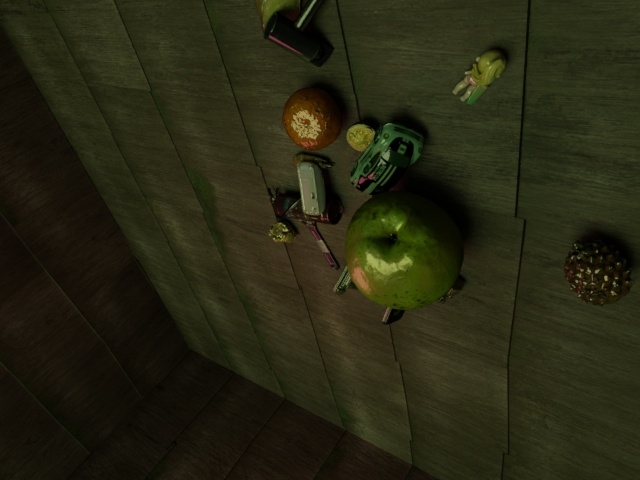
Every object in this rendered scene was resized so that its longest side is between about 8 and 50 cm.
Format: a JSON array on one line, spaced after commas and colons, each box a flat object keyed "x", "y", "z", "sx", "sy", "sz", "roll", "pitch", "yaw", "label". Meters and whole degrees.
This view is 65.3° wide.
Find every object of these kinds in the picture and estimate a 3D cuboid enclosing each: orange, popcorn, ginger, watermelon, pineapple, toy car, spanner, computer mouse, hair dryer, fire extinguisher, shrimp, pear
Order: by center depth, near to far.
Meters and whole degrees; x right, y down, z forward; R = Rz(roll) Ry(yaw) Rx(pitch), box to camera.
[{"x": 0.713, "y": 0.073, "z": 1.305, "sx": 0.193, "sy": 0.166, "sz": 0.166, "roll": 49, "pitch": 145, "yaw": -14, "label": "pineapple"}, {"x": -0.010, "y": -0.607, "z": 1.353, "sx": 0.196, "sy": 0.077, "sz": 0.248, "roll": 18, "pitch": 134, "yaw": -31, "label": "hair dryer"}, {"x": -0.136, "y": -0.659, "z": 1.419, "sx": 0.122, "sy": 0.115, "sz": 0.193, "roll": 54, "pitch": 158, "yaw": 21, "label": "ginger"}, {"x": 0.189, "y": -0.220, "z": 1.498, "sx": 0.136, "sy": 0.125, "sz": 0.306, "roll": 20, "pitch": 146, "yaw": -12, "label": "toy car"}, {"x": 0.243, "y": 0.022, "z": 1.523, "sx": 0.391, "sy": 0.391, "sz": 0.391, "roll": 26, "pitch": 142, "yaw": 22, "label": "pear"}, {"x": 0.134, "y": -0.324, "z": 1.527, "sx": 0.106, "sy": 0.062, "sz": 0.105, "roll": 12, "pitch": 142, "yaw": 10, "label": "watermelon"}, {"x": -0.023, "y": -0.376, "z": 1.544, "sx": 0.193, "sy": 0.161, "sz": 0.193, "roll": 16, "pitch": 128, "yaw": 22, "label": "orange"}, {"x": 0.446, "y": 0.178, "z": 1.772, "sx": 0.074, "sy": 0.074, "sz": 0.159, "roll": 36, "pitch": 153, "yaw": 8, "label": "pineapple"}, {"x": -0.027, "y": -0.263, "z": 1.772, "sx": 0.180, "sy": 0.041, "sz": 0.099, "roll": 8, "pitch": 134, "yaw": 38, "label": "shrimp"}, {"x": -0.033, "y": -0.186, "z": 1.773, "sx": 0.102, "sy": 0.045, "sz": 0.198, "roll": 7, "pitch": 113, "yaw": 36, "label": "computer mouse"}, {"x": -0.078, "y": -0.140, "z": 1.912, "sx": 0.341, "sy": 0.105, "sz": 0.141, "roll": 11, "pitch": 100, "yaw": 38, "label": "fire extinguisher"}, {"x": 0.000, "y": 0.000, "z": 2.050, "sx": 0.087, "sy": 0.024, "sz": 0.315, "roll": -8, "pitch": 122, "yaw": 42, "label": "spanner"}, {"x": -0.157, "y": -0.035, "z": 2.114, "sx": 0.109, "sy": 0.089, "sz": 0.096, "roll": 14, "pitch": 102, "yaw": 21, "label": "popcorn"}]

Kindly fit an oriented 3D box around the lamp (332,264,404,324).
[{"x": 0.217, "y": 0.186, "z": 1.989, "sx": 0.283, "sy": 0.124, "sz": 0.203, "roll": 31, "pitch": 124, "yaw": 20, "label": "lamp"}]

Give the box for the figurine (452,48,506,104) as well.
[{"x": 0.383, "y": -0.392, "z": 1.210, "sx": 0.083, "sy": 0.083, "sz": 0.187, "roll": 45, "pitch": 155, "yaw": -4, "label": "figurine"}]
